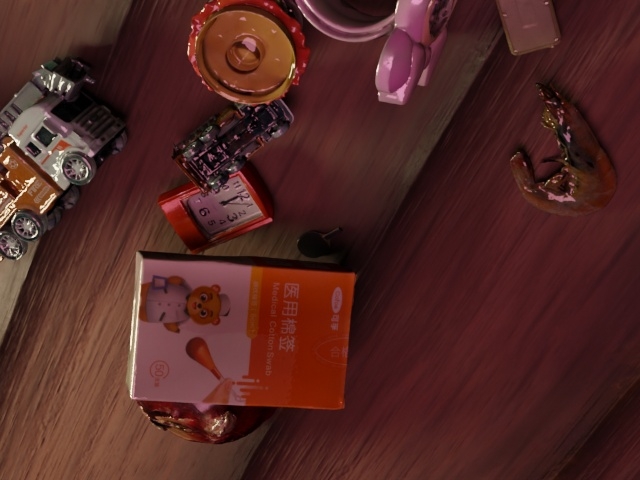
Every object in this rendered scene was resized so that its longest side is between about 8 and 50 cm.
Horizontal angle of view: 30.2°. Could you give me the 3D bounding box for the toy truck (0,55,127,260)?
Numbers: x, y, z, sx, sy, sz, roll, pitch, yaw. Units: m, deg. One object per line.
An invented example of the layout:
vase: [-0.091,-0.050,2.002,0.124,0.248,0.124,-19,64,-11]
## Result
toy truck: [-0.439,-0.128,1.822,0.184,0.133,0.338,42,122,-8]

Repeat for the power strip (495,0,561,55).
power strip: [0.278,-0.338,1.634,0.076,0.028,0.169,-12,122,16]

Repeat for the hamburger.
hamburger: [-0.099,-0.285,1.660,0.175,0.137,0.175,1,127,2]

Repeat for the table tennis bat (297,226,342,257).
table tennis bat: [0.000,0.000,1.912,0.083,0.007,0.050,-30,114,26]

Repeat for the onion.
onion: [-0.187,0.261,2.003,0.272,0.195,0.272,-3,129,-4]

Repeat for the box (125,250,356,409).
box: [-0.122,0.138,1.847,0.341,0.143,0.225,5,93,-13]

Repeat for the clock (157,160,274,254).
clock: [-0.160,-0.058,1.868,0.155,0.061,0.113,-21,120,17]

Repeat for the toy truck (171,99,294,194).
toy truck: [-0.132,-0.161,1.768,0.177,0.115,0.080,-38,112,3]

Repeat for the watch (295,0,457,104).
watch: [0.073,-0.341,1.591,0.217,0.211,0.248,25,117,13]

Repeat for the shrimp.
shrimp: [0.345,-0.127,1.750,0.143,0.052,0.251,-17,120,22]
